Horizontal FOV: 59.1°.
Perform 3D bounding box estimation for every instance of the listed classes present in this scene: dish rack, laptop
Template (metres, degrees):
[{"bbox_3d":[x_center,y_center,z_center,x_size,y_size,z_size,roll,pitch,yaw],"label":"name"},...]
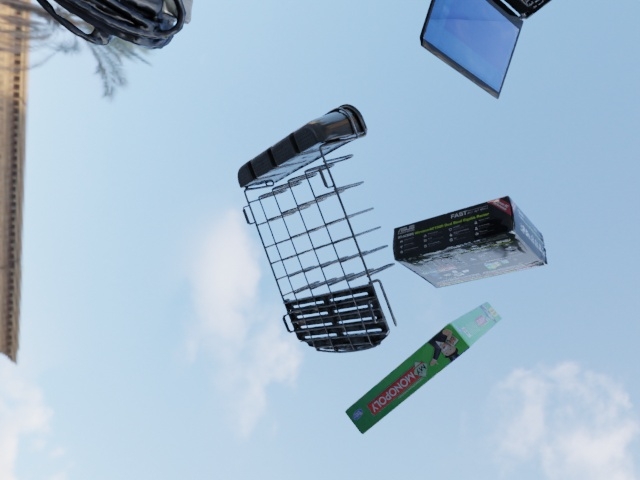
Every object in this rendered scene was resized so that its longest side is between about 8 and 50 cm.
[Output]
[{"bbox_3d":[0.000,0.000,0.678,0.208,0.074,0.271,-19,-89,55],"label":"dish rack"},{"bbox_3d":[0.324,-0.404,0.935,0.264,0.234,0.136,-32,-127,40],"label":"laptop"}]

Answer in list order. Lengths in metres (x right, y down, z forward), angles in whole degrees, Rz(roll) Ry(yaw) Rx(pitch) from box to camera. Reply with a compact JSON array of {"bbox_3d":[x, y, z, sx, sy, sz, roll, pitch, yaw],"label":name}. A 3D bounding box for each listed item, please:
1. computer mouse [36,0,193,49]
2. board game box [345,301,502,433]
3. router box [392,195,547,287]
[{"bbox_3d":[-0.173,-0.250,0.323,0.072,0.188,0.272,-34,-115,36],"label":"computer mouse"},{"bbox_3d":[0.185,0.199,0.938,0.213,0.317,0.046,-45,-108,19],"label":"board game box"},{"bbox_3d":[0.147,0.006,0.557,0.122,0.092,0.038,-16,-122,33],"label":"router box"}]
